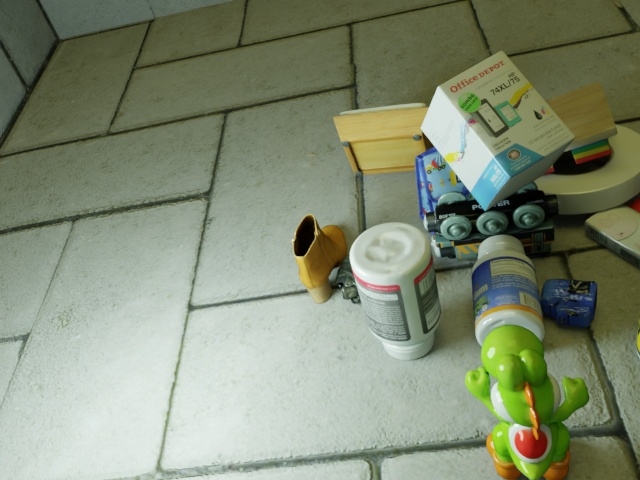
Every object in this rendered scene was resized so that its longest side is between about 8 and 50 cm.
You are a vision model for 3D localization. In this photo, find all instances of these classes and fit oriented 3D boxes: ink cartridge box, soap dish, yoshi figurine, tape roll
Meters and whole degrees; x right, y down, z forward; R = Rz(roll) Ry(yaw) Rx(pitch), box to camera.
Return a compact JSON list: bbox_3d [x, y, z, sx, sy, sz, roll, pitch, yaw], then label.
[{"bbox_3d":[0.817,-0.044,1.749,0.232,0.066,0.189,-34,44,-12],"label":"ink cartridge box"},{"bbox_3d":[0.406,-0.255,1.639,0.198,0.197,0.270,-31,75,-14],"label":"ink cartridge box"},{"bbox_3d":[0.203,-0.299,2.114,0.291,0.229,0.118,-3,61,16],"label":"soap dish"},{"bbox_3d":[0.381,0.292,1.307,0.203,0.362,0.203,-38,45,-20],"label":"yoshi figurine"},{"bbox_3d":[0.692,-0.206,1.913,0.392,0.072,0.392,-12,35,8],"label":"tape roll"}]

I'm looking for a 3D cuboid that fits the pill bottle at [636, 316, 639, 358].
[{"bbox_3d":[0.722,0.168,1.438,0.119,0.208,0.119,-9,42,9],"label":"pill bottle"}]

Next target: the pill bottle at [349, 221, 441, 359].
[{"bbox_3d":[0.180,0.127,1.583,0.176,0.318,0.176,-9,42,8],"label":"pill bottle"}]

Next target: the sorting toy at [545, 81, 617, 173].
[{"bbox_3d":[0.651,-0.290,1.875,0.257,0.089,0.255,-18,33,24],"label":"sorting toy"}]

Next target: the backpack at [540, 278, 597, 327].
[{"bbox_3d":[0.567,0.141,1.603,0.120,0.098,0.101,8,52,25],"label":"backpack"}]

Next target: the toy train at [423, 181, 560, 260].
[{"bbox_3d":[0.435,-0.036,1.767,0.334,0.190,0.142,-9,42,11],"label":"toy train"}]

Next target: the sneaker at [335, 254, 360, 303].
[{"bbox_3d":[0.137,0.111,1.793,0.228,0.087,0.130,7,49,29],"label":"sneaker"}]

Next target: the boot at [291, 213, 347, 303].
[{"bbox_3d":[-0.001,0.001,1.860,0.104,0.211,0.295,-3,44,15],"label":"boot"}]

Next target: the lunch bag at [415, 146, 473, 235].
[{"bbox_3d":[0.370,-0.170,1.855,0.221,0.293,0.138,-20,42,-2],"label":"lunch bag"}]

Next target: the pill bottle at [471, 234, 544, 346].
[{"bbox_3d":[0.432,0.119,1.632,0.152,0.152,0.272,-6,43,13],"label":"pill bottle"}]
